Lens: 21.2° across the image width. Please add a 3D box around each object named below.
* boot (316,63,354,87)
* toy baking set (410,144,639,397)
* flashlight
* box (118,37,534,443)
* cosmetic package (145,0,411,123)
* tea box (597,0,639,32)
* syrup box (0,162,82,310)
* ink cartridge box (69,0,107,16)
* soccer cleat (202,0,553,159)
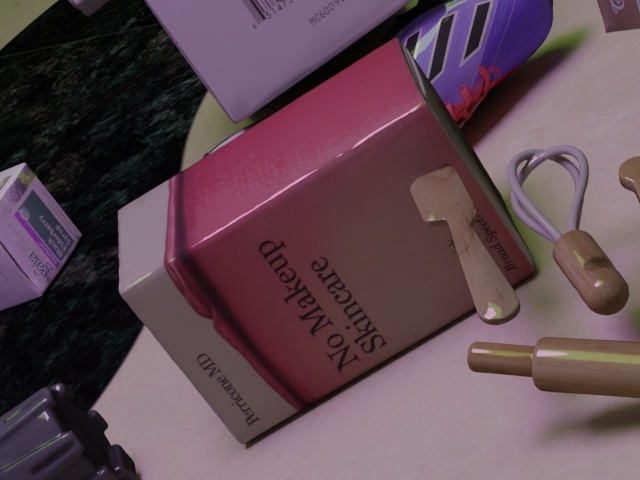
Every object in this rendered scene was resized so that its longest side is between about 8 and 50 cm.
[{"bbox_3d":[-0.006,-0.089,1.430,0.121,0.045,0.099,-32,21,27],"label":"boot"},{"bbox_3d":[0.163,0.012,0.966,0.256,0.030,0.196,-1,43,22],"label":"toy baking set"},{"bbox_3d":[-0.281,0.209,1.167,0.304,0.103,0.103,-37,-10,9],"label":"flashlight"},{"bbox_3d":[0.000,0.000,1.133,0.232,0.148,0.127,-32,26,9],"label":"box"},{"bbox_3d":[-0.034,-0.215,1.436,0.197,0.155,0.365,-36,4,3],"label":"cosmetic package"},{"bbox_3d":[0.349,-0.285,0.991,0.329,0.220,0.323,-27,14,-29],"label":"tea box"},{"bbox_3d":[-0.351,0.019,1.625,0.237,0.093,0.096,-19,29,33],"label":"syrup box"},{"bbox_3d":[-0.167,-0.284,1.368,0.176,0.128,0.127,-40,4,-2],"label":"ink cartridge box"},{"bbox_3d":[0.056,-0.084,1.298,0.318,0.108,0.116,-33,46,-1],"label":"soccer cleat"}]
